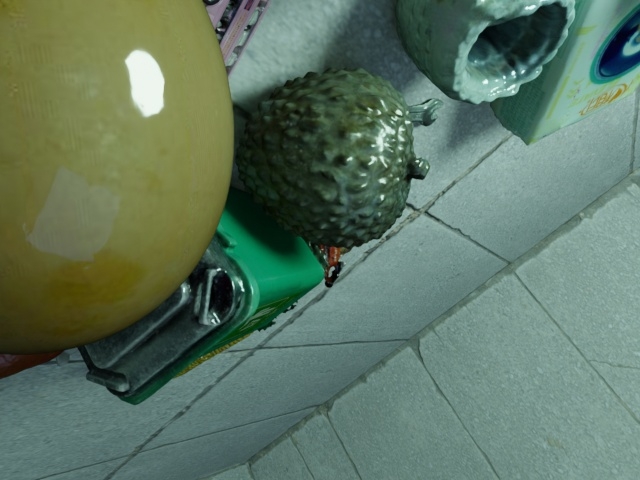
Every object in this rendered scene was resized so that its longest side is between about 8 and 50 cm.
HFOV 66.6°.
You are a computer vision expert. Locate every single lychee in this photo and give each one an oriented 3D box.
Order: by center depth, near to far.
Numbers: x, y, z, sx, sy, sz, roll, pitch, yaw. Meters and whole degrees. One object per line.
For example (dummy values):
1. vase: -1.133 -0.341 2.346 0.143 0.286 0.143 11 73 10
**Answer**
1. lychee: 0.019 -0.115 0.704 0.274 0.255 0.255 1 155 9

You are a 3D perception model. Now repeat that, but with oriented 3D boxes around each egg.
1. egg: -0.219 -0.093 0.387 0.301 0.301 0.374 -6 120 -44

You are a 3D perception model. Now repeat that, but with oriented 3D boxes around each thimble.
1. thimble: 0.225 -0.306 0.683 0.205 0.172 0.250 -42 155 23

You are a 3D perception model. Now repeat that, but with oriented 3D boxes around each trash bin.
1. trash bin: -0.181 0.030 0.735 0.259 0.295 0.381 -39 165 17

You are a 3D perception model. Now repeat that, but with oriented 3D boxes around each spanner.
1. spanner: 0.110 -0.224 0.875 0.302 0.017 0.071 -15 147 -31

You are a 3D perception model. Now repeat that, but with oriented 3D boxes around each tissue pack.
1. tissue pack: 0.486 -0.383 0.858 0.287 0.162 0.388 -26 153 -8

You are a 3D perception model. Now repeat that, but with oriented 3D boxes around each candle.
1. candle: 0.014 -0.030 0.948 0.084 0.059 0.301 -33 132 -43

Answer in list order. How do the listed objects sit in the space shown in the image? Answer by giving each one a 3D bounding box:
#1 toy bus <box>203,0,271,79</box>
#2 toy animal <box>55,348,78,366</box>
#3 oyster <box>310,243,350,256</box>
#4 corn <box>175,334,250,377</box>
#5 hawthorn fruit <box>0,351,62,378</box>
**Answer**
1. toy bus: -0.130 -0.227 0.545 0.090 0.063 0.203 0 138 -49
2. toy animal: -0.393 0.146 0.897 0.182 0.131 0.127 -6 178 -31
3. oyster: 0.008 0.007 1.074 0.271 0.100 0.275 -48 150 -3
4. corn: -0.267 0.229 1.157 0.313 0.102 0.102 -30 155 4
5. hawthorn fruit: -0.406 0.136 0.745 0.165 0.165 0.285 -40 145 14
